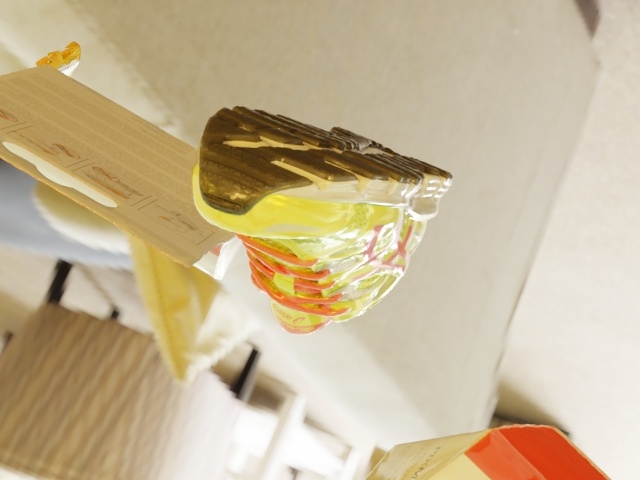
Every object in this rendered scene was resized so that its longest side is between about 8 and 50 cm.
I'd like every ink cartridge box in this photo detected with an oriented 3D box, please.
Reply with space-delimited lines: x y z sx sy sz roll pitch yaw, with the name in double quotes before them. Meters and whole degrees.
"ink cartridge box" 0.205 0.299 1.278 0.308 0.091 0.385 44 162 -4
"ink cartridge box" -0.138 -0.034 0.904 0.189 0.066 0.232 30 -161 3

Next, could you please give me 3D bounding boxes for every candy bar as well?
"candy bar" -0.217 -0.110 1.146 0.018 0.040 0.161 54 151 1

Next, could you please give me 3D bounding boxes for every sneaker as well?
"sneaker" 0.000 0.000 0.654 0.081 0.094 0.208 26 -172 22
